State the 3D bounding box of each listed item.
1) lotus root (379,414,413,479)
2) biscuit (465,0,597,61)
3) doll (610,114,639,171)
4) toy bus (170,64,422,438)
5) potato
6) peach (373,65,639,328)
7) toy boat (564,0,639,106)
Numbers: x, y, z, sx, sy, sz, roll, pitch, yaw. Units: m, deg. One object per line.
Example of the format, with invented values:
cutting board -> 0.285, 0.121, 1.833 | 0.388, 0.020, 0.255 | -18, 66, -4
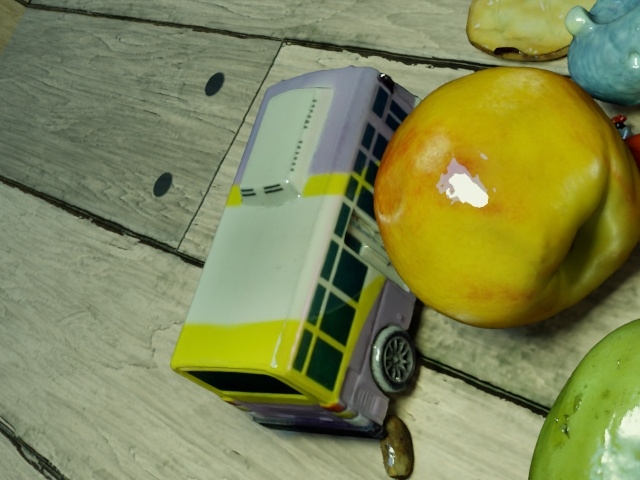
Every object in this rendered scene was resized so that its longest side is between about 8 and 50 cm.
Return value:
lotus root -> 0.091, 0.242, 1.282 | 0.030, 0.037, 0.083 | -29, 49, 24
biscuit -> 0.299, -0.319, 1.422 | 0.260, 0.041, 0.203 | 32, 87, 48
doll -> 0.360, -0.094, 1.208 | 0.169, 0.057, 0.109 | 33, 93, 48
toy bus -> 0.000, 0.000, 1.346 | 0.209, 0.249, 0.439 | -4, 60, 43
potato -> 0.301, 0.213, 0.976 | 0.216, 0.216, 0.304 | 17, 90, 48
peach -> 0.187, -0.051, 1.191 | 0.289, 0.289, 0.308 | -53, 46, 5
toy boat -> 0.396, -0.296, 1.190 | 0.330, 0.123, 0.215 | -45, 17, 31
